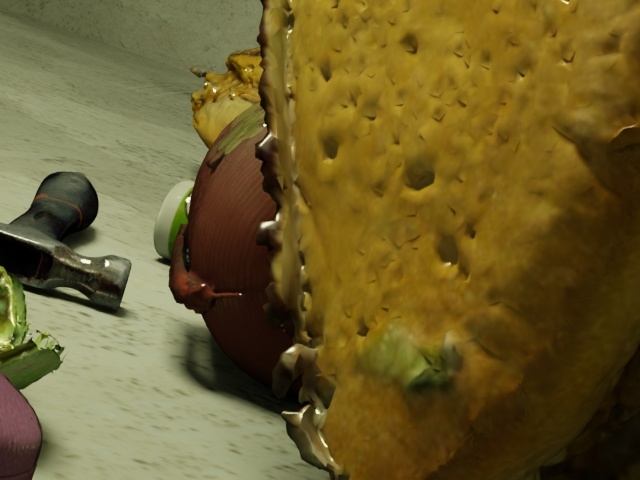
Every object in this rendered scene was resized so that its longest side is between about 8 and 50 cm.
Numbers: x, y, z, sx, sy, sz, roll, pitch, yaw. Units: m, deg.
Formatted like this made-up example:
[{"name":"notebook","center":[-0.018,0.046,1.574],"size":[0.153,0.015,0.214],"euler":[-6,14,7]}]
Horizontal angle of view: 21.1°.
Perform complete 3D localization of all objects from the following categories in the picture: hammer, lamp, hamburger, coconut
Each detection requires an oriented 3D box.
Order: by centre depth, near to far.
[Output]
[{"name":"coconut","center":[-0.182,0.037,0.747],"size":[0.158,0.055,0.133],"euler":[22,8,21]},{"name":"hamburger","center":[0.146,-0.084,0.804],"size":[0.287,0.445,0.268],"euler":[-19,-25,41]},{"name":"lamp","center":[0.000,0.000,0.993],"size":[0.180,0.180,0.258],"euler":[16,8,-9]},{"name":"hammer","center":[-0.188,-0.014,1.154],"size":[0.137,0.037,0.290],"euler":[18,8,-6]},{"name":"hamburger","center":[0.023,-0.110,1.778],"size":[0.314,0.170,0.290],"euler":[19,5,19]}]

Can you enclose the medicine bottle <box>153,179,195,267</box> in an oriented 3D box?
[{"name":"medicine bottle","center":[-0.016,0.024,1.209],"size":[0.221,0.061,0.092],"euler":[19,33,16]}]

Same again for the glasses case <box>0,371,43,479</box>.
[{"name":"glasses case","center":[-0.227,0.046,0.510],"size":[0.316,0.076,0.123],"euler":[9,11,-45]}]
